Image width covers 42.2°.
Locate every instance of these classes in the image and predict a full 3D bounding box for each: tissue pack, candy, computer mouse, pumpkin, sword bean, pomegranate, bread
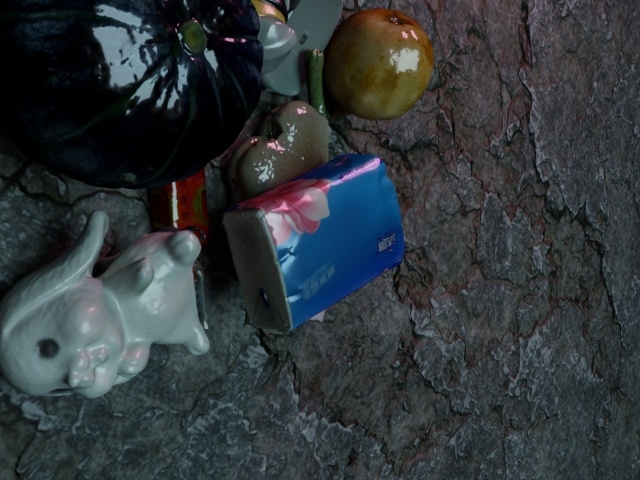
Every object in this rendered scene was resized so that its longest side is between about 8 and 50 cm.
[{"bbox_3d":[0.000,0.000,1.295,0.270,0.137,0.209,-28,116,-39],"label":"tissue pack"},{"bbox_3d":[-0.213,-0.063,1.249,0.086,0.059,0.292,-13,104,-45],"label":"candy"},{"bbox_3d":[-0.045,-0.358,1.406,0.128,0.079,0.231,32,87,-51],"label":"computer mouse"},{"bbox_3d":[-0.245,-0.243,1.029,0.363,0.266,0.363,-5,97,-45],"label":"pumpkin"},{"bbox_3d":[-0.003,-0.213,1.461,0.038,0.043,0.269,-29,132,-29],"label":"sword bean"},{"bbox_3d":[0.104,-0.314,1.483,0.207,0.207,0.207,-9,101,-49],"label":"pomegranate"},{"bbox_3d":[-0.074,-0.067,1.383,0.183,0.102,0.337,-1,95,-50],"label":"bread"}]

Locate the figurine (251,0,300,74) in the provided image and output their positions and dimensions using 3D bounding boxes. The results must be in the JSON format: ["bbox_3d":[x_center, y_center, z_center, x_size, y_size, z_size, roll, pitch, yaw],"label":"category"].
[{"bbox_3d":[-0.110,-0.370,1.274,0.176,0.133,0.236,18,72,-21],"label":"figurine"}]

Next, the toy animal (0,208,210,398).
[{"bbox_3d":[-0.287,0.084,1.098,0.289,0.174,0.249,-4,109,-51],"label":"toy animal"}]

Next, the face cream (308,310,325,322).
[{"bbox_3d":[-0.010,0.049,1.510,0.084,0.057,0.198,18,83,-49],"label":"face cream"}]
